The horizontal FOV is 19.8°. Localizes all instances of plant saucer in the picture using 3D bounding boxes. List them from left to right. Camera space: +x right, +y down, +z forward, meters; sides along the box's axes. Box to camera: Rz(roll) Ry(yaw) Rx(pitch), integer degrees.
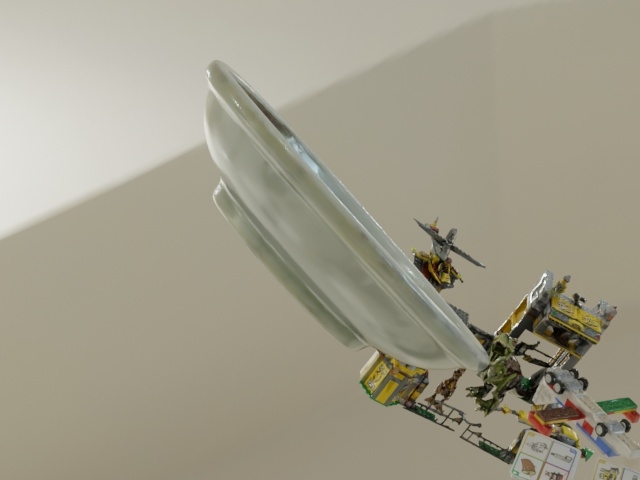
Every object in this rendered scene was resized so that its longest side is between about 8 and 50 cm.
[{"bbox_3d":[0.000,0.000,1.794,0.100,0.400,0.400,-42,-29,4],"label":"plant saucer"}]

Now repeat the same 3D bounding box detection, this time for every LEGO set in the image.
[{"bbox_3d":[0.219,0.122,2.233,0.192,0.331,0.255,-55,5,32],"label":"LEGO set"},{"bbox_3d":[0.264,0.189,1.585,0.244,0.182,0.060,-56,-14,-60],"label":"LEGO set"}]
